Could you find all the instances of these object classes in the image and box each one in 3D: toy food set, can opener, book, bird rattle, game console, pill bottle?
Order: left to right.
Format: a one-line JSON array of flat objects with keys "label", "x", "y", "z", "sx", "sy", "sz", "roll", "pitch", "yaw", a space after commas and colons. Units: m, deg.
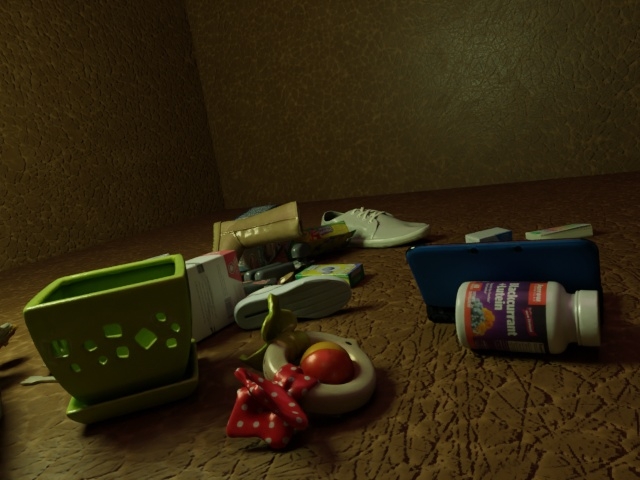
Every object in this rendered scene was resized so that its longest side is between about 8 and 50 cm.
[{"label": "toy food set", "x": -0.507, "y": 0.234, "z": 1.015, "sx": 0.132, "sy": 0.039, "sz": 0.192, "roll": -7, "pitch": 11, "yaw": 11}, {"label": "can opener", "x": -0.115, "y": 0.064, "z": 1.419, "sx": 0.075, "sy": 0.095, "sz": 0.283, "roll": -4, "pitch": 5, "yaw": 31}, {"label": "bird rattle", "x": -0.020, "y": 0.178, "z": 0.688, "sx": 0.206, "sy": 0.143, "sz": 0.253, "roll": 6, "pitch": 11, "yaw": -10}, {"label": "game console", "x": 0.336, "y": 0.056, "z": 0.874, "sx": 0.293, "sy": 0.174, "sz": 0.250, "roll": -2, "pitch": 13, "yaw": 30}, {"label": "pill bottle", "x": 0.314, "y": 0.116, "z": 0.744, "sx": 0.193, "sy": 0.108, "sz": 0.108, "roll": -3, "pitch": 12, "yaw": 30}, {"label": "book", "x": 0.673, "y": -0.020, "z": 1.383, "sx": 0.144, "sy": 0.035, "sz": 0.096, "roll": -11, "pitch": 7, "yaw": -1}]

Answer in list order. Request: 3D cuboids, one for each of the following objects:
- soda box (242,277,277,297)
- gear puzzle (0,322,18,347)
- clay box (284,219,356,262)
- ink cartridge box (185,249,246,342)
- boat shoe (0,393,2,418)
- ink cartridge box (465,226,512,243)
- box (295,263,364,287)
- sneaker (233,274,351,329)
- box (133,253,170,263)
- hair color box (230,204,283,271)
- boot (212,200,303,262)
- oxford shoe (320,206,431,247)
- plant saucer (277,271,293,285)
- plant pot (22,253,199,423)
[{"label": "soda box", "x": -0.192, "y": 0.135, "z": 1.228, "sx": 0.168, "sy": 0.053, "sz": 0.060, "roll": -7, "pitch": 11, "yaw": 7}, {"label": "gear puzzle", "x": -0.684, "y": 0.227, "z": 0.933, "sx": 0.175, "sy": 0.044, "sz": 0.339, "roll": -49, "pitch": 9, "yaw": 6}, {"label": "clay box", "x": 0.000, "y": 0.000, "z": 1.621, "sx": 0.221, "sy": 0.053, "sz": 0.127, "roll": -14, "pitch": -24, "yaw": -24}, {"label": "ink cartridge box", "x": -0.270, "y": 0.125, "z": 1.062, "sx": 0.092, "sy": 0.159, "sz": 0.218, "roll": -6, "pitch": 10, "yaw": 31}, {"label": "boat shoe", "x": -0.572, "y": 0.253, "z": 0.723, "sx": 0.158, "sy": 0.127, "sz": 0.340, "roll": -9, "pitch": 9, "yaw": -31}, {"label": "ink cartridge box", "x": 0.368, "y": 0.042, "z": 1.058, "sx": 0.088, "sy": 0.123, "sz": 0.052, "roll": -13, "pitch": 15, "yaw": -18}, {"label": "box", "x": 0.016, "y": 0.095, "z": 1.299, "sx": 0.179, "sy": 0.043, "sz": 0.105, "roll": -6, "pitch": 11, "yaw": 28}, {"label": "sneaker", "x": -0.062, "y": 0.123, "z": 1.070, "sx": 0.257, "sy": 0.094, "sz": 0.091, "roll": -10, "pitch": 15, "yaw": -2}, {"label": "box", "x": -0.463, "y": 0.131, "z": 1.119, "sx": 0.289, "sy": 0.087, "sz": 0.169, "roll": -13, "pitch": 25, "yaw": 35}, {"label": "hair color box", "x": -0.218, "y": -0.018, "z": 1.734, "sx": 0.105, "sy": 0.174, "sz": 0.347, "roll": -7, "pitch": 11, "yaw": 7}, {"label": "boot", "x": -0.184, "y": 0.005, "z": 1.466, "sx": 0.269, "sy": 0.236, "sz": 0.089, "roll": -12, "pitch": -30, "yaw": 4}, {"label": "oxford shoe", "x": 0.169, "y": -0.050, "z": 1.708, "sx": 0.449, "sy": 0.130, "sz": 0.169, "roll": 2, "pitch": 13, "yaw": 41}, {"label": "plant saucer", "x": -0.102, "y": 0.115, "z": 1.298, "sx": 0.083, "sy": 0.015, "sz": 0.083, "roll": -35, "pitch": 8, "yaw": 6}, {"label": "plant pot", "x": -0.317, "y": 0.156, "z": 0.808, "sx": 0.227, "sy": 0.207, "sz": 0.228, "roll": -12, "pitch": 11, "yaw": -14}]
